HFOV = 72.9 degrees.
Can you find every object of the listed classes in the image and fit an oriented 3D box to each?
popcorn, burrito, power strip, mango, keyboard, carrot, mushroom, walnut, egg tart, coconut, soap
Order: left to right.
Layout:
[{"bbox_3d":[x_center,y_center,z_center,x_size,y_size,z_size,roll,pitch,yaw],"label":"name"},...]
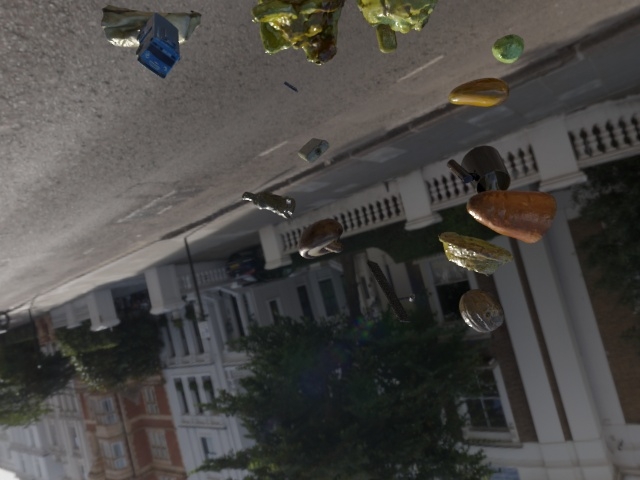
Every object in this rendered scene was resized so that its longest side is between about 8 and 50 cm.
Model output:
[{"bbox_3d":[-0.596,-0.765,1.558,0.332,0.135,0.190,3,-158,3],"label":"burrito"},{"bbox_3d":[-0.088,-0.764,1.432,0.321,0.290,0.326,10,155,-35],"label":"popcorn"},{"bbox_3d":[-0.025,-0.327,1.563,0.092,0.034,0.268,-42,-161,2],"label":"power strip"},{"bbox_3d":[-0.003,-0.014,1.773,0.194,0.138,0.231,-5,158,-16],"label":"mushroom"},{"bbox_3d":[0.320,-0.981,2.094,0.089,0.140,0.045,-12,-160,11],"label":"soap"},{"bbox_3d":[0.290,0.215,1.862,0.018,0.309,0.101,-40,149,21],"label":"keyboard"},{"bbox_3d":[0.202,-0.654,1.124,0.221,0.204,0.184,31,-160,36],"label":"popcorn"},{"bbox_3d":[0.682,0.060,1.949,0.345,0.132,0.345,17,-169,-3],"label":"egg tart"},{"bbox_3d":[0.505,-0.473,1.384,0.184,0.084,0.102,4,-179,15],"label":"mango"},{"bbox_3d":[0.580,0.253,1.563,0.140,0.162,0.140,-38,-165,12],"label":"walnut"},{"bbox_3d":[0.557,-0.095,1.307,0.225,0.159,0.159,16,176,1],"label":"carrot"},{"bbox_3d":[0.592,-0.602,1.361,0.096,0.087,0.088,6,166,-33],"label":"coconut"}]

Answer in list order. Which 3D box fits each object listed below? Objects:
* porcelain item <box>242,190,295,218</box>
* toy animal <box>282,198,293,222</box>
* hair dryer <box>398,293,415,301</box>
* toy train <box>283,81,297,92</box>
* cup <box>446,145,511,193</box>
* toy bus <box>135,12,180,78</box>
[{"bbox_3d":[-0.204,-0.153,1.656,0.216,0.081,0.069,19,166,22],"label":"porcelain item"},{"bbox_3d":[-0.118,-0.103,1.519,0.050,0.084,0.028,-1,-170,39],"label":"toy animal"},{"bbox_3d":[0.403,0.276,2.045,0.083,0.026,0.047,-10,152,3],"label":"hair dryer"},{"bbox_3d":[-0.150,-0.790,2.232,0.017,0.083,0.017,-57,-178,29],"label":"toy train"},{"bbox_3d":[0.659,-0.273,1.819,0.239,0.166,0.177,-10,-138,7],"label":"cup"},{"bbox_3d":[-0.456,-0.552,1.224,0.106,0.184,0.090,-37,137,22],"label":"toy bus"}]
